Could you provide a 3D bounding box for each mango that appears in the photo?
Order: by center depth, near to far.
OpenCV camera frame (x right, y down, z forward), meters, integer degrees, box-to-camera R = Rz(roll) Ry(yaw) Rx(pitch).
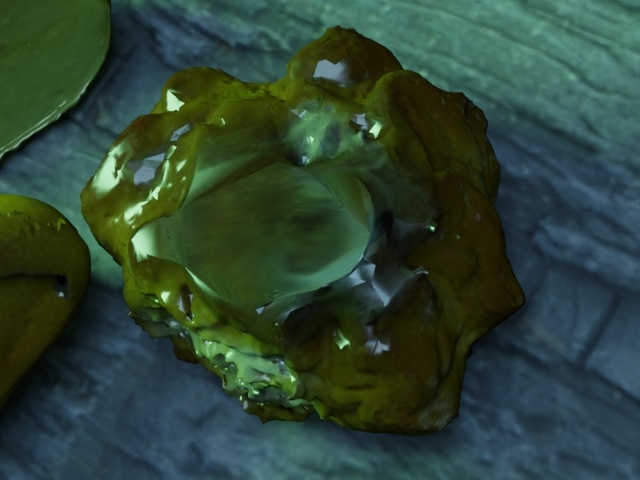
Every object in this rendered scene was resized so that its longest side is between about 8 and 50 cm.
[{"bbox_3d":[-0.243,0.058,1.072,0.236,0.166,0.136,-36,73,-2],"label":"mango"}]

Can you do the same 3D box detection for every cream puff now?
[{"bbox_3d":[0.000,0.000,1.049,0.241,0.155,0.269,-27,67,0],"label":"cream puff"}]

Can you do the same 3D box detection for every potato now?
[{"bbox_3d":[-0.268,-0.119,1.155,0.272,0.160,0.111,-34,45,-1],"label":"potato"}]
